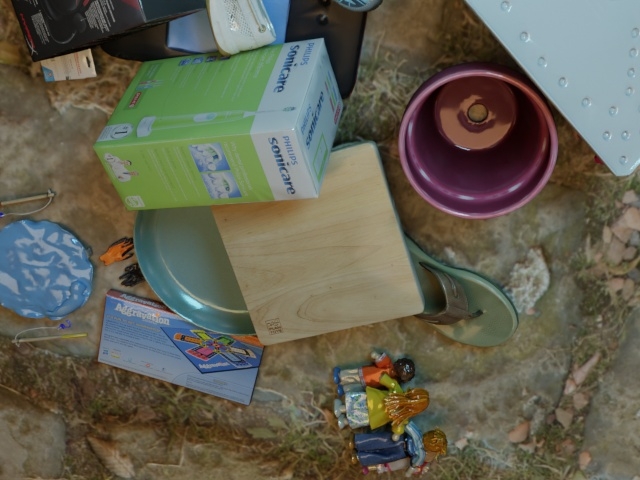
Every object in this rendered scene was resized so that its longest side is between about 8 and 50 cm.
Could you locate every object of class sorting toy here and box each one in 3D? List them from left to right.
[{"bbox_3d":[0.000,0.000,1.240,0.257,0.089,0.255,-14,105,18],"label":"sorting toy"}]

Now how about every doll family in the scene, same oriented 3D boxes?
[{"bbox_3d":[0.123,0.315,1.405,0.163,0.118,0.263,-12,112,14],"label":"doll family"}]

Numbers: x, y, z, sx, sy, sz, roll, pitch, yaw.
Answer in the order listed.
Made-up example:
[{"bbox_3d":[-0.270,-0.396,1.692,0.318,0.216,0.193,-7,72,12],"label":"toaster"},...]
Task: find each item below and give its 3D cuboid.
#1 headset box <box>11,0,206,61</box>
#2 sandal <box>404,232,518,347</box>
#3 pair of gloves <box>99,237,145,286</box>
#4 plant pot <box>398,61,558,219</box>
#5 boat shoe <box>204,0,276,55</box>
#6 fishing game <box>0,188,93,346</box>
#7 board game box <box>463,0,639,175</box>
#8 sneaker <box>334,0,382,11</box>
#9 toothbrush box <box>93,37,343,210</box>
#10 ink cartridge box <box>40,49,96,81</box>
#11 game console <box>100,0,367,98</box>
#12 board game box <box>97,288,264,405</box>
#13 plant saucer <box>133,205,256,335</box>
[{"bbox_3d":[-0.288,-0.369,1.084,0.293,0.110,0.218,-4,108,42],"label":"headset box"},{"bbox_3d":[0.164,0.082,1.308,0.303,0.086,0.120,30,116,-5],"label":"sandal"},{"bbox_3d":[-0.321,0.037,1.412,0.074,0.010,0.083,-30,109,19],"label":"pair of gloves"},{"bbox_3d":[0.210,-0.153,1.139,0.201,0.180,0.201,3,115,7],"label":"plant pot"},{"bbox_3d":[-0.113,-0.377,1.084,0.096,0.098,0.277,-8,129,5],"label":"boat shoe"},{"bbox_3d":[-0.474,0.047,1.429,0.189,0.041,0.264,-10,107,6],"label":"fishing game"},{"bbox_3d":[0.359,-0.339,0.976,0.390,0.050,0.390,41,90,-25],"label":"board game box"},{"bbox_3d":[-0.013,-0.387,1.038,0.104,0.125,0.262,-30,108,23],"label":"sneaker"},{"bbox_3d":[-0.131,-0.157,1.153,0.283,0.206,0.122,-5,133,18],"label":"toothbrush box"},{"bbox_3d":[-0.376,-0.269,1.269,0.083,0.028,0.048,-2,114,11],"label":"ink cartridge box"},{"bbox_3d":[-0.117,-0.386,1.156,0.387,0.060,0.342,12,116,5],"label":"game console"},{"bbox_3d":[-0.242,0.185,1.458,0.281,0.027,0.145,16,118,2],"label":"board game box"},{"bbox_3d":[-0.141,0.007,1.350,0.318,0.043,0.317,3,114,8],"label":"plant saucer"}]
